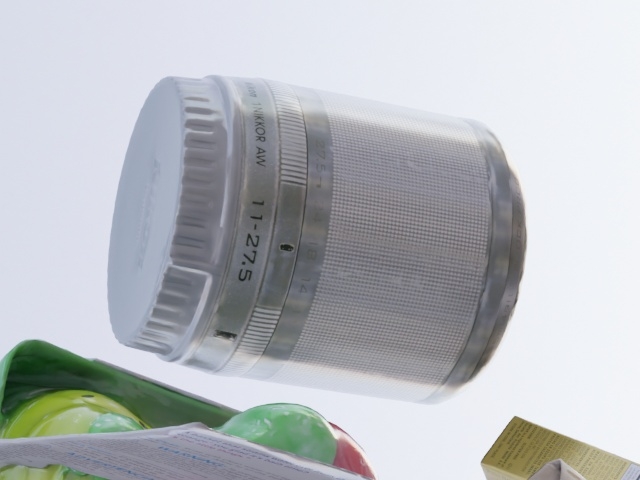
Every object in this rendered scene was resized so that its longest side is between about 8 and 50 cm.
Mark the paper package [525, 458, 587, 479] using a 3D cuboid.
[{"bbox_3d":[0.152,0.316,0.833,0.168,0.309,0.325,-34,-41,-21],"label":"paper package"}]

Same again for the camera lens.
[{"bbox_3d":[0.000,0.000,1.356,0.274,0.219,0.219,10,-88,-19],"label":"camera lens"}]

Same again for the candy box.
[{"bbox_3d":[0.215,0.203,1.316,0.053,0.186,0.109,-50,-41,-24],"label":"candy box"}]

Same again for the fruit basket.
[{"bbox_3d":[-0.050,0.141,1.012,0.327,0.353,0.165,24,-117,-35],"label":"fruit basket"}]
